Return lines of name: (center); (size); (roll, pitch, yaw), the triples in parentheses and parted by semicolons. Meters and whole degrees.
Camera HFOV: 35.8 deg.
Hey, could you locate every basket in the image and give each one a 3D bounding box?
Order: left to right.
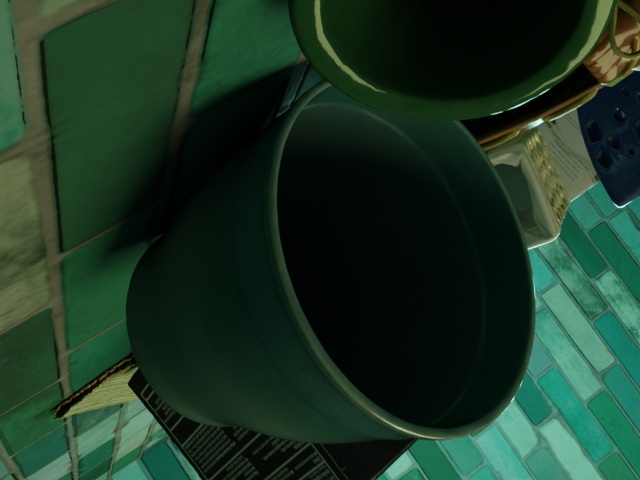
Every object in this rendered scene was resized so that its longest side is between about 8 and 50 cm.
basket: (0.186, -0.046, 1.119); (0.167, 0.113, 0.103); (-18, -167, 34)

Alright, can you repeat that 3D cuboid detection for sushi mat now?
sushi mat: (-0.267, 0.200, 1.434); (0.151, 0.019, 0.316); (-34, 172, 3)

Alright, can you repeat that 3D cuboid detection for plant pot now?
plant pot: (-0.015, 0.041, 0.790); (0.255, 0.272, 0.271); (-23, -179, 43)
plant pot: (0.458, -0.214, 1.282); (0.236, 0.212, 0.236); (-30, 170, -28)

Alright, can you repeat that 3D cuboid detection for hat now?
hat: (0.080, -0.193, 0.599); (0.208, 0.183, 0.173); (17, 136, -23)

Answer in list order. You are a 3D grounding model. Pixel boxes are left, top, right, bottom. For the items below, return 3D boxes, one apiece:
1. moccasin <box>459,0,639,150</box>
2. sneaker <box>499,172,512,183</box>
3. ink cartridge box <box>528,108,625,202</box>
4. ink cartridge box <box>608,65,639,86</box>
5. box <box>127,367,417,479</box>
moccasin: (0.214, -0.190, 0.804); (0.380, 0.139, 0.147); (-30, -174, 44)
sneaker: (0.188, -0.074, 1.298); (0.178, 0.124, 0.295); (-19, 171, -44)
ink cartridge box: (0.411, -0.162, 1.591); (0.190, 0.139, 0.082); (-40, -171, 37)
ink cartridge box: (0.297, -0.196, 0.995); (0.171, 0.056, 0.235); (5, 159, -19)
box: (-0.053, 0.197, 1.246); (0.182, 0.294, 0.296); (-32, 169, -38)
